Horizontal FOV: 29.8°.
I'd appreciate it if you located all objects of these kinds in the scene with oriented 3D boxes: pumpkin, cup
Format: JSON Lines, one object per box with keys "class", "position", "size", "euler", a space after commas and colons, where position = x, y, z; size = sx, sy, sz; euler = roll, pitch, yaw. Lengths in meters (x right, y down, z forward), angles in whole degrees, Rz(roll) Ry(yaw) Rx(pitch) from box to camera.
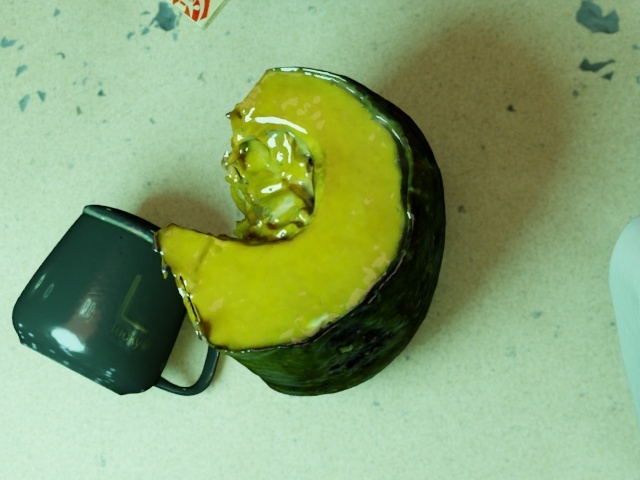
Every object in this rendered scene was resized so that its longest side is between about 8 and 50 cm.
{"class": "pumpkin", "position": [0.000, 0.000, 1.209], "size": [0.256, 0.225, 0.303], "euler": [33, 87, 17]}
{"class": "cup", "position": [-0.200, 0.074, 1.280], "size": [0.223, 0.169, 0.177], "euler": [30, 76, -20]}

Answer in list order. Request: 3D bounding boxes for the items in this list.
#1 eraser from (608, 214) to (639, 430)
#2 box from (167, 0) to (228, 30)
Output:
{"class": "eraser", "position": [0.442, 0.117, 1.096], "size": [0.331, 0.150, 0.331], "euler": [0, 102, 2]}
{"class": "box", "position": [-0.129, -0.297, 1.401], "size": [0.058, 0.015, 0.093], "euler": [38, 87, 17]}
